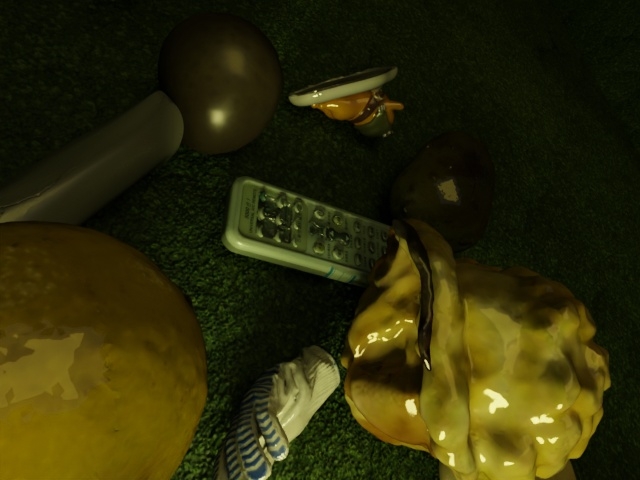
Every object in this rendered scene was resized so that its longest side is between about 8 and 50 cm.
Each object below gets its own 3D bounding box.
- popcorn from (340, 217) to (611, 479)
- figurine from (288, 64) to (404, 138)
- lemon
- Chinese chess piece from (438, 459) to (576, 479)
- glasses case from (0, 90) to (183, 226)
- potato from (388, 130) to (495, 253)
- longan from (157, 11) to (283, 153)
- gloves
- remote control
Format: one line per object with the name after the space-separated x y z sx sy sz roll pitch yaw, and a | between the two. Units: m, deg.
0.181 0.133 0.608 0.382 0.349 0.349 57 42 -31 | popcorn
0.062 -0.269 0.943 0.250 0.166 0.141 -21 115 -16 | figurine
-0.247 0.126 0.374 0.297 0.297 0.297 16 57 -27 | lemon
0.304 0.386 0.726 0.250 0.097 0.251 17 56 -27 | Chinese chess piece
-0.301 -0.077 0.566 0.083 0.128 0.308 60 43 -26 | glasses case
0.260 -0.104 0.921 0.210 0.173 0.307 38 52 -8 | potato
-0.155 -0.244 0.703 0.196 0.196 0.220 12 62 -29 | longan
-0.057 0.226 0.574 0.229 0.097 0.119 -45 139 -49 | gloves
0.000 0.000 0.754 0.335 0.065 0.128 17 58 -26 | remote control
